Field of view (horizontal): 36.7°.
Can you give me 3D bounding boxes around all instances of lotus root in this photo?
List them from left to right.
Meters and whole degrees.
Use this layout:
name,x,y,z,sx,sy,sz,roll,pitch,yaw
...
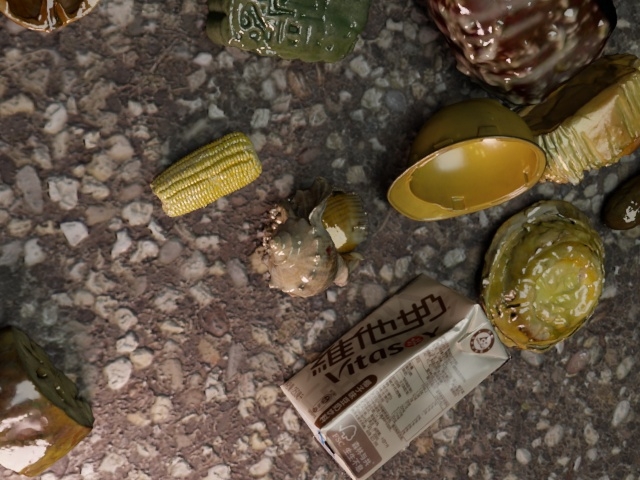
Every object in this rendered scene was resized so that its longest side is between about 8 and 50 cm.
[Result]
name,x,y,z,sx,sy,sz,roll,pitch,yaw
lotus root,-0.428,0.237,1.386,0.119,0.138,0.235,-34,118,-1

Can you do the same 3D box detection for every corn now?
name,x,y,z,sx,sy,sz,roll,pitch,yaw
corn,-0.170,-0.097,1.441,0.165,0.063,0.085,-31,135,-10

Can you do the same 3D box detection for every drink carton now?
name,x,y,z,sx,sy,sz,roll,pitch,yaw
drink carton,0.113,0.213,1.550,0.324,0.194,0.132,-37,114,-11

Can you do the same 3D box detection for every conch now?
name,x,y,z,sx,sy,sz,roll,pitch,yaw
conch,0.000,0.000,1.484,0.245,0.163,0.178,15,115,-53

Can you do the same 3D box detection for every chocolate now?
name,x,y,z,sx,sy,sz,roll,pitch,yaw
chocolate,0.288,-0.343,1.474,0.210,0.225,0.340,-48,132,-1

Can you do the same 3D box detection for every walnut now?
name,x,y,z,sx,sy,sz,roll,pitch,yaw
walnut,-0.366,-0.384,1.276,0.167,0.087,0.211,-3,105,-17

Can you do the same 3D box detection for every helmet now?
name,x,y,z,sx,sy,sz,roll,pitch,yaw
helmet,0.226,-0.148,1.539,0.205,0.257,0.140,33,45,-47

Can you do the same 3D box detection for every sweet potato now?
name,x,y,z,sx,sy,sz,roll,pitch,yaw
sweet potato,0.592,-0.112,1.741,0.081,0.062,0.233,34,85,-23

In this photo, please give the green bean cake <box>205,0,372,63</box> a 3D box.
name,x,y,z,sx,sy,sz,roll,pitch,yaw
green bean cake,-0.042,-0.374,1.398,0.227,0.125,0.223,0,103,-26

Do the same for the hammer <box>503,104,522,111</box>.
name,x,y,z,sx,sy,sz,roll,pitch,yaw
hammer,0.365,-0.257,1.620,0.201,0.078,0.021,-36,111,1

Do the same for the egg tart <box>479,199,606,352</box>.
name,x,y,z,sx,sy,sz,roll,pitch,yaw
egg tart,0.402,0.068,1.687,0.278,0.095,0.279,-5,102,-22

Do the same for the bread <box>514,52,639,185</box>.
name,x,y,z,sx,sy,sz,roll,pitch,yaw
bread,0.440,-0.195,1.596,0.250,0.179,0.133,-39,117,-9
